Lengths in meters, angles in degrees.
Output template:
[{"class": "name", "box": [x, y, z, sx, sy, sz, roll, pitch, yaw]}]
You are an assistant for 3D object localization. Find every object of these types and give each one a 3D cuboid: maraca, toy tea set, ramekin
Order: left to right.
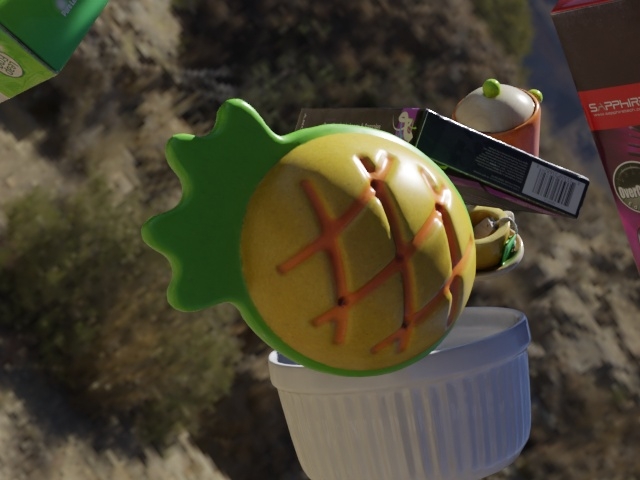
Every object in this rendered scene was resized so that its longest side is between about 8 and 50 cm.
[{"class": "maraca", "box": [0.000, 0.000, 0.727, 0.186, 0.127, 0.099, 18, -9, -27]}, {"class": "ramekin", "box": [0.069, 0.126, 1.140, 0.207, 0.207, 0.109, -40, 121, -78]}, {"class": "toy tea set", "box": [0.122, -0.062, 1.515, 0.336, 0.200, 0.124, -71, 154, -48]}]

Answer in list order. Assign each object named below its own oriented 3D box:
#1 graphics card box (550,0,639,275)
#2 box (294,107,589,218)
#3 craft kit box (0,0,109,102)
[{"class": "graphics card box", "box": [0.381, -0.080, 1.343, 0.094, 0.233, 0.370, -39, 114, -41]}, {"class": "box", "box": [0.066, -0.048, 0.864, 0.116, 0.029, 0.162, 20, -2, -25]}, {"class": "craft kit box", "box": [-0.171, -0.172, 0.856, 0.061, 0.247, 0.250, 41, 59, -22]}]
